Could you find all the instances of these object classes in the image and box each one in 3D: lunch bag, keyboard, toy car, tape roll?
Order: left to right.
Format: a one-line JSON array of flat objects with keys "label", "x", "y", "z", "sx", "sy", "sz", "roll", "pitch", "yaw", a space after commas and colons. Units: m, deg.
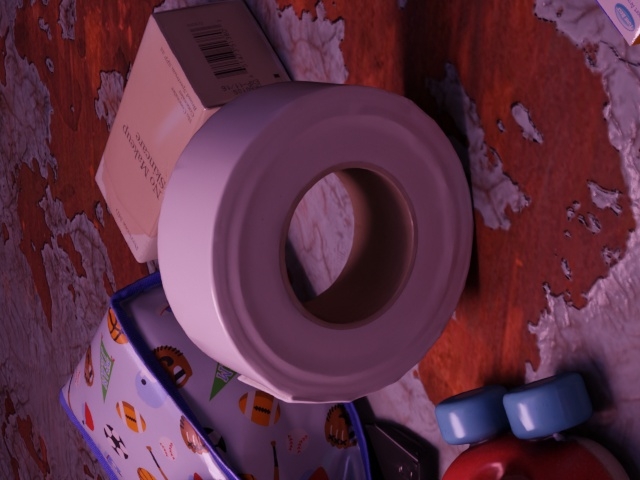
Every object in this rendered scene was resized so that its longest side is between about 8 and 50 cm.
[{"label": "lunch bag", "x": -0.113, "y": 0.241, "z": 1.481, "sx": 0.385, "sy": 0.239, "sz": 0.328, "roll": 54, "pitch": 149, "yaw": 8}, {"label": "tape roll", "x": 0.000, "y": 0.000, "z": 1.135, "sx": 0.100, "sy": 0.286, "sz": 0.286, "roll": 14, "pitch": 115, "yaw": 54}, {"label": "keyboard", "x": 0.109, "y": 0.363, "z": 1.371, "sx": 0.201, "sy": 0.033, "sz": 0.317, "roll": 33, "pitch": 131, "yaw": 56}, {"label": "toy car", "x": 0.130, "y": 0.256, "z": 1.088, "sx": 0.210, "sy": 0.238, "sz": 0.219, "roll": -22, "pitch": 85, "yaw": 59}]

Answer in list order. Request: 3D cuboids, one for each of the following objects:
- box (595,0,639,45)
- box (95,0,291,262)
[{"label": "box", "x": 0.238, "y": -0.206, "z": 0.914, "sx": 0.081, "sy": 0.028, "sz": 0.136, "roll": 60, "pitch": 144, "yaw": 21}, {"label": "box", "x": -0.155, "y": -0.121, "z": 1.482, "sx": 0.148, "sy": 0.121, "sz": 0.311, "roll": 59, "pitch": 145, "yaw": 22}]
